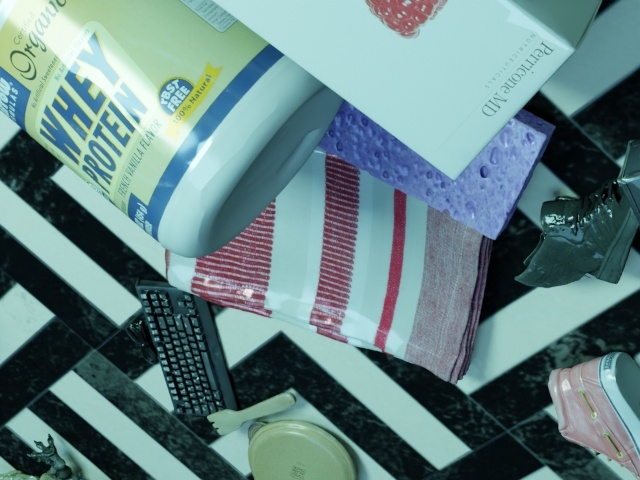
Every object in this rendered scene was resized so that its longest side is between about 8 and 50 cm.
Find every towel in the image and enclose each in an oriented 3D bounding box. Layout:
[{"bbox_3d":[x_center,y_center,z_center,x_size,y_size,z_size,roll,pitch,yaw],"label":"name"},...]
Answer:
[{"bbox_3d":[0.000,0.000,1.733,0.329,0.037,0.237,18,133,14],"label":"towel"}]

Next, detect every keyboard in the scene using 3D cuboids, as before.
[{"bbox_3d":[-0.155,0.116,1.928,0.108,0.023,0.180,6,129,24],"label":"keyboard"}]

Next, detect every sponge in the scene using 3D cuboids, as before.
[{"bbox_3d":[0.086,-0.096,1.585,0.210,0.031,0.117,29,126,10],"label":"sponge"}]

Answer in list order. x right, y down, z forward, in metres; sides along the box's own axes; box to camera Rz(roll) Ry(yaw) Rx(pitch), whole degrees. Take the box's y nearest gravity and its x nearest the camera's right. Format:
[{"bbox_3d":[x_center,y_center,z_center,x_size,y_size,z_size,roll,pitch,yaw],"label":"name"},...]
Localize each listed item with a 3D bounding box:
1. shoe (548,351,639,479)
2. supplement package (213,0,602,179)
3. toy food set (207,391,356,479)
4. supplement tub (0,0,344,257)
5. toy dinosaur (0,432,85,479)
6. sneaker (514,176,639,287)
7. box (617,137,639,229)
[{"bbox_3d":[0.285,0.186,1.725,0.081,0.063,0.178,-17,113,39],"label":"shoe"},{"bbox_3d":[0.059,-0.226,1.402,0.293,0.175,0.177,36,135,-5],"label":"supplement package"},{"bbox_3d":[-0.021,0.239,1.960,0.132,0.038,0.192,-21,110,32],"label":"toy food set"},{"bbox_3d":[-0.155,-0.161,1.520,0.316,0.228,0.228,39,136,8],"label":"supplement tub"},{"bbox_3d":[-0.286,0.297,2.113,0.268,0.064,0.118,22,147,30],"label":"toy dinosaur"},{"bbox_3d":[0.230,-0.016,1.583,0.089,0.051,0.170,19,137,8],"label":"sneaker"},{"bbox_3d":[0.430,0.015,1.463,0.296,0.073,0.293,-15,120,26],"label":"box"}]
